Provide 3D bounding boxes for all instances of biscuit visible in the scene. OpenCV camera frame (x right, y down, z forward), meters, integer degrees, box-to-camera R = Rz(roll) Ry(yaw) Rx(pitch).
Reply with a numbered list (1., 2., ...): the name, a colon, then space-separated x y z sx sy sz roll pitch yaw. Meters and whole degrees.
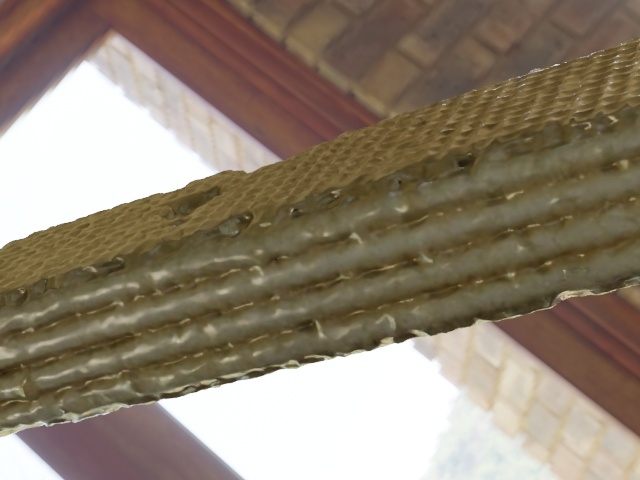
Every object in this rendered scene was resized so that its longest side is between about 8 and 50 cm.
1. biscuit: 0.000 0.000 0.678 0.426 0.078 0.144 -16 17 21
